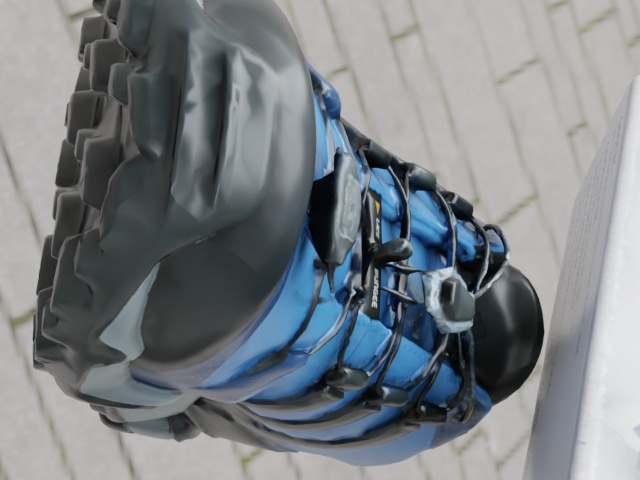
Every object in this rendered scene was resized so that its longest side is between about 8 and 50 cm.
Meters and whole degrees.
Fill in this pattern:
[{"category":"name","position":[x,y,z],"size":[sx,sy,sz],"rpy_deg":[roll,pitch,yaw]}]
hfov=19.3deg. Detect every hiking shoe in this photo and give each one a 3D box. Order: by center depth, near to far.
[{"category":"hiking shoe","position":[0.000,0.000,0.511],"size":[0.304,0.132,0.113],"rpy_deg":[96,2,-81]}]

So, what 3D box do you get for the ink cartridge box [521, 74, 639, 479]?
[{"category":"ink cartridge box","position":[0.178,0.103,0.478],"size":[0.261,0.066,0.296],"rpy_deg":[19,42,-1]}]
